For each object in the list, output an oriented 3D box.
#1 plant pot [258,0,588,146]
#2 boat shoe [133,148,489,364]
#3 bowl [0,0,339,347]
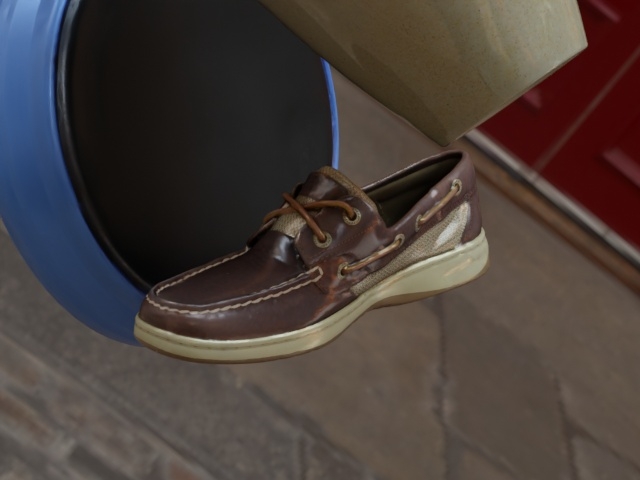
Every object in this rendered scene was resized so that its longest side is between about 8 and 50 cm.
[{"bbox_3d":[0.062,-0.214,1.087,0.274,0.256,0.256,55,20,0],"label":"plant pot"},{"bbox_3d":[0.000,0.000,1.189,0.342,0.123,0.123,-16,25,-35],"label":"boat shoe"},{"bbox_3d":[-0.120,-0.104,1.301,0.391,0.077,0.391,8,79,-51],"label":"bowl"}]
